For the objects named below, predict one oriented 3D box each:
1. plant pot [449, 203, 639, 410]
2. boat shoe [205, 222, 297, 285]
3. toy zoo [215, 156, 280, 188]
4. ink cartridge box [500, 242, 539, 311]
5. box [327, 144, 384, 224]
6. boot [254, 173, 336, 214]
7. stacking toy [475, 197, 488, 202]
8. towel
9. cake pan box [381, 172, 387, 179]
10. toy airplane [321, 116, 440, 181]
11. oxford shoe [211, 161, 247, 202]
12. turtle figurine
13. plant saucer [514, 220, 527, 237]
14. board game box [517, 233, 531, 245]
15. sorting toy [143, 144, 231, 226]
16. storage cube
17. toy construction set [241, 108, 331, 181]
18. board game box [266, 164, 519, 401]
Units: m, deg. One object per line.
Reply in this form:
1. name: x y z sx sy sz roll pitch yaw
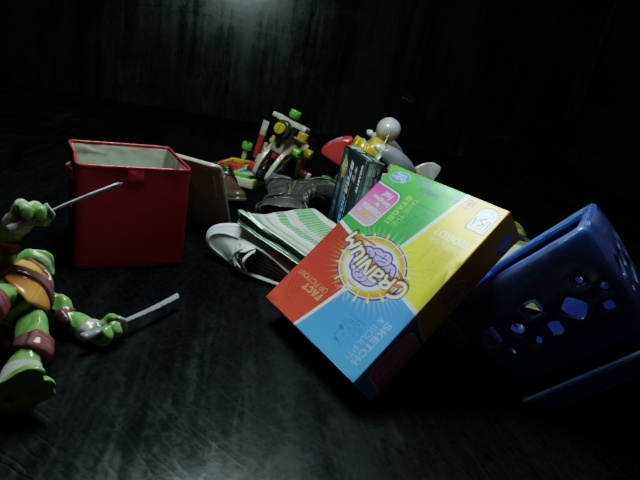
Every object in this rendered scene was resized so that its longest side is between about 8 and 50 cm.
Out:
1. plant pot: 0.368 0.104 0.738 0.212 0.236 0.236 56 33 9
2. boat shoe: -0.133 0.026 0.941 0.227 0.083 0.076 18 20 15
3. toy zoo: -0.260 -0.237 1.663 0.193 0.030 0.293 15 20 11
4. ink cartridge box: 0.364 0.089 1.023 0.189 0.096 0.255 15 31 11
5. box: 0.083 -0.115 1.239 0.051 0.220 0.175 7 21 -18
6. boot: -0.049 -0.105 1.365 0.263 0.091 0.229 4 26 -8
7. stacking toy: 0.530 -0.149 1.809 0.221 0.052 0.167 15 21 10
8. towel: 0.000 0.000 1.030 0.248 0.038 0.325 33 16 20
9. cake pan box: 0.226 -0.104 1.328 0.246 0.070 0.267 23 3 -11
10. toy airplane: 0.247 -0.297 1.741 0.385 0.272 0.386 -8 27 -43
11. oxford shoe: -0.273 -0.168 1.378 0.083 0.096 0.227 -2 25 -37
12. turtle figurine: -0.323 0.055 0.605 0.275 0.197 0.266 2 25 -14
13. plant saucer: 0.555 -0.055 1.590 0.241 0.037 0.241 9 20 -3
14. board game box: 0.511 0.002 1.370 0.171 0.048 0.141 15 18 -3
15. sorting toy: -0.290 -0.117 1.096 0.193 0.208 0.038 17 50 16
16. storage cube: -0.367 -0.072 0.925 0.215 0.193 0.184 -1 23 -31
17. toy construction set: -0.122 -0.326 1.594 0.258 0.237 0.309 -1 30 -43
18. board game box: 0.099 0.044 0.744 0.242 0.316 0.064 34 -14 48
